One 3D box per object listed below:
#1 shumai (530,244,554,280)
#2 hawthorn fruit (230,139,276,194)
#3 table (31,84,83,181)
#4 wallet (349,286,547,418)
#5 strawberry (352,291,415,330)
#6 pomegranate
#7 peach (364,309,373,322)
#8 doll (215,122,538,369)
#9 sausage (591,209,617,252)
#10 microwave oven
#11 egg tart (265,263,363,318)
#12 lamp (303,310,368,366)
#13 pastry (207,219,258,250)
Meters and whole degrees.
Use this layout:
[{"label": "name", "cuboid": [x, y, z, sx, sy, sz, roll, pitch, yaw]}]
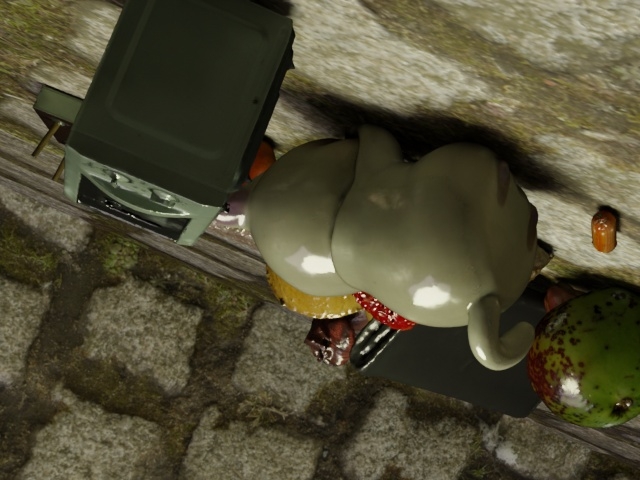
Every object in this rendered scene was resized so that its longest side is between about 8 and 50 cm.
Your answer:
[{"label": "shumai", "cuboid": [0.241, 0.046, 1.923, 0.146, 0.116, 0.145, 19, 171, 3]}, {"label": "hawthorn fruit", "cuboid": [-0.118, -0.096, 1.968, 0.128, 0.128, 0.128, 22, 171, 4]}, {"label": "table", "cuboid": [-0.402, -0.155, 2.306, 0.122, 0.111, 0.240, 21, 171, 3]}, {"label": "wallet", "cuboid": [0.247, 0.152, 2.125, 0.406, 0.228, 0.062, 20, -153, -43]}, {"label": "strawberry", "cuboid": [0.105, 0.035, 1.878, 0.187, 0.184, 0.201, 11, 130, 9]}, {"label": "pomegranate", "cuboid": [0.382, 0.144, 1.999, 0.214, 0.214, 0.248, 31, -159, -41]}, {"label": "peach", "cuboid": [0.151, 0.085, 2.176, 0.184, 0.184, 0.184, 22, 171, 4]}, {"label": "doll", "cuboid": [0.088, -0.017, 1.631, 0.370, 0.226, 0.215, 21, 176, 34]}, {"label": "sausage", "cuboid": [0.332, -0.013, 1.643, 0.031, 0.031, 0.107, 19, 169, 18]}, {"label": "microwave oven", "cuboid": [-0.148, -0.128, 1.465, 0.181, 0.237, 0.295, 23, 169, -7]}, {"label": "egg tart", "cuboid": [0.000, 0.000, 2.021, 0.203, 0.202, 0.147, 19, 161, 22]}, {"label": "lamp", "cuboid": [0.063, 0.097, 2.313, 0.215, 0.223, 0.151, 58, 179, 44]}, {"label": "pastry", "cuboid": [-0.126, -0.045, 2.330, 0.265, 0.102, 0.112, 16, 162, 26]}]
